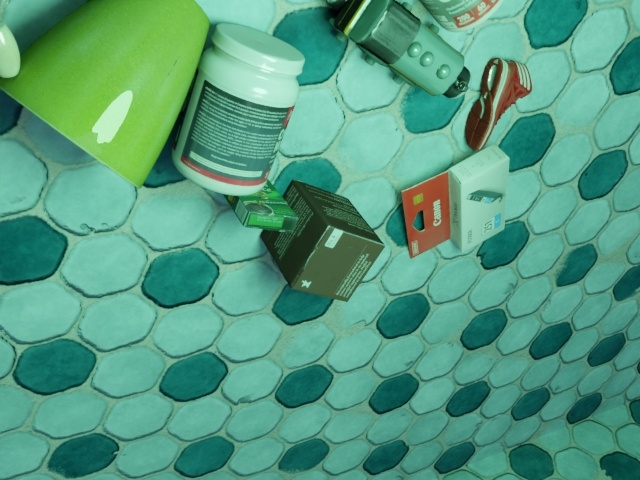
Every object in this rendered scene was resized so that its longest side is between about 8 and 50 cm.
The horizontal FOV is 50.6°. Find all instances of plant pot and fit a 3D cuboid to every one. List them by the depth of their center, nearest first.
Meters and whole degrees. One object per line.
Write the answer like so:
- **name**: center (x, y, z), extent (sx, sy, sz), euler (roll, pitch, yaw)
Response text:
- **plant pot**: center (-0.320, -0.283, 1.105), extent (0.294, 0.274, 0.274), euler (-53, 132, -5)

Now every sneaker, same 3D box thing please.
- **sneaker**: center (0.429, -0.311, 1.583), extent (0.127, 0.087, 0.221), euler (-3, 126, -25)

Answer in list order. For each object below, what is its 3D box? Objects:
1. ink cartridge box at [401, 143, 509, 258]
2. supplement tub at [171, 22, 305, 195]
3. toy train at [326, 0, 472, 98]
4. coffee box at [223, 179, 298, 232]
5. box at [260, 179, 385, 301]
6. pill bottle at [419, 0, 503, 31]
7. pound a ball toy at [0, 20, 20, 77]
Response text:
- **ink cartridge box**: center (0.341, -0.072, 1.694), extent (0.261, 0.066, 0.296), euler (-28, 144, -7)
- **supplement tub**: center (-0.152, -0.238, 1.251), extent (0.191, 0.191, 0.272), euler (6, 121, -32)
- **toy train**: center (0.157, -0.382, 1.309), extent (0.333, 0.190, 0.142), euler (24, 111, -39)
- **coffee box**: center (-0.132, -0.082, 1.386), extent (0.113, 0.184, 0.041), euler (7, 118, -30)
- **box**: center (0.000, 0.000, 1.507), extent (0.167, 0.203, 0.169), euler (17, 115, -37)
- **pill bottle**: center (0.215, -0.533, 1.246), extent (0.161, 0.161, 0.283), euler (-48, 132, 11)
- **pound a ball toy**: center (-0.598, -0.314, 0.911), extent (0.319, 0.208, 0.136), euler (-14, 137, -32)
